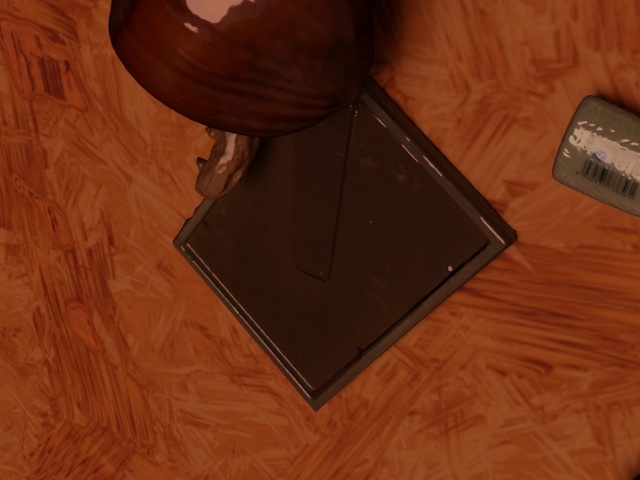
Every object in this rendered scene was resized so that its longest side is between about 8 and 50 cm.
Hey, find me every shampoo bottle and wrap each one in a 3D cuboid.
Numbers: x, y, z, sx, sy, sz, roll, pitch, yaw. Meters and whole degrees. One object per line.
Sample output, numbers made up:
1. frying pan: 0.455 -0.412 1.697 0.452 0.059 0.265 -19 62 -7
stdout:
1. shampoo bottle: 0.252 -0.030 0.647 0.190 0.041 0.069 30 123 22

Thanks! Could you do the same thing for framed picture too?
1. framed picture: 0.000 0.000 0.876 0.232 0.024 0.315 49 134 6

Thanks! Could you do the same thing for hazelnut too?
1. hazelnut: -0.054 -0.184 0.719 0.210 0.210 0.186 -43 42 43

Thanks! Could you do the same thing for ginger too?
1. ginger: -0.082 -0.119 0.835 0.069 0.051 0.173 6 97 28

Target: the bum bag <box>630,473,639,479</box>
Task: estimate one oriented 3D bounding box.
1. bum bag: 0.328 0.246 0.723 0.232 0.060 0.107 21 116 25
